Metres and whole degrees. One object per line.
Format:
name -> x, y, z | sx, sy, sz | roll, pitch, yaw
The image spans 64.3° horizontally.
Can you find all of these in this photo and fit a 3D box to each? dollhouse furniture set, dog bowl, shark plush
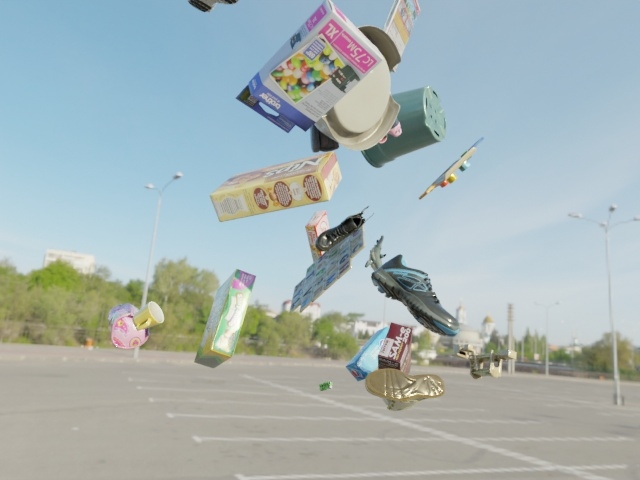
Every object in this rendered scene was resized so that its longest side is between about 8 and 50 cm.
dollhouse furniture set -> 0.626, 0.466, 1.969 | 0.161, 0.101, 0.182 | 24, -27, -19
dog bowl -> 0.100, -0.450, 1.512 | 0.102, 0.349, 0.349 | 23, 4, 42
shark plush -> 0.238, 0.053, 2.054 | 0.067, 0.161, 0.073 | 23, 16, 25

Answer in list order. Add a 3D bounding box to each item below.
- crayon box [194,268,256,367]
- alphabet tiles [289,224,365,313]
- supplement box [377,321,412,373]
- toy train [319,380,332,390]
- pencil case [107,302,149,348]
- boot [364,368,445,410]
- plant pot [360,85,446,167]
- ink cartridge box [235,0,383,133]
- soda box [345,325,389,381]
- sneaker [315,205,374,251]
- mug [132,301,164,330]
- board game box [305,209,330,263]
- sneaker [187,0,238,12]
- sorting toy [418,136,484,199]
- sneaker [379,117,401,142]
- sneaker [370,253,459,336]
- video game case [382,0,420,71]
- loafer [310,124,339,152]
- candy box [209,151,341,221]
crayon box -> -0.414, 0.342, 2.203 | 0.106, 0.363, 0.313 | 22, -30, -16
alphabet tiles -> 0.021, 0.090, 1.664 | 0.011, 0.342, 0.285 | 41, 21, -14
supplement box -> 0.229, 0.378, 1.560 | 0.073, 0.130, 0.239 | 13, -42, 21
toy train -> 0.017, 0.452, 1.581 | 0.017, 0.024, 0.083 | 2, -22, -23
pencil case -> -0.647, 0.282, 1.711 | 0.124, 0.124, 0.284 | 10, -4, -24
boot -> 0.190, 0.390, 1.314 | 0.213, 0.077, 0.165 | 8, -31, -18
plant pot -> 0.378, -0.539, 2.346 | 0.334, 0.341, 0.341 | -11, -18, 34
ink cartridge box -> -0.029, -0.376, 1.185 | 0.311, 0.065, 0.186 | -36, -41, 27
soda box -> 0.185, 0.399, 1.805 | 0.210, 0.071, 0.067 | -40, -1, -36
sneaker -> 0.064, -0.032, 1.364 | 0.170, 0.051, 0.089 | -31, -6, -36
mug -> -0.457, 0.201, 1.327 | 0.064, 0.062, 0.078 | -28, -12, 7
board game box -> 0.000, 0.000, 1.979 | 0.045, 0.193, 0.147 | -4, 26, 20
sneaker -> -0.354, -0.874, 1.744 | 0.292, 0.118, 0.110 | 15, -4, 45
sorting toy -> 0.505, -0.257, 1.950 | 0.047, 0.347, 0.196 | 47, -13, 2
sneaker -> 0.171, -0.404, 1.876 | 0.131, 0.112, 0.319 | 55, -22, -16
sneaker -> 0.312, 0.163, 1.596 | 0.341, 0.139, 0.125 | 40, -15, 35
video game case -> 0.309, -0.837, 1.991 | 0.025, 0.285, 0.204 | 21, -4, 26
loafer -> 0.014, -0.436, 1.642 | 0.095, 0.302, 0.109 | -2, 16, -7
candy box -> -0.116, -0.146, 1.376 | 0.316, 0.087, 0.183 | -9, 23, 18
